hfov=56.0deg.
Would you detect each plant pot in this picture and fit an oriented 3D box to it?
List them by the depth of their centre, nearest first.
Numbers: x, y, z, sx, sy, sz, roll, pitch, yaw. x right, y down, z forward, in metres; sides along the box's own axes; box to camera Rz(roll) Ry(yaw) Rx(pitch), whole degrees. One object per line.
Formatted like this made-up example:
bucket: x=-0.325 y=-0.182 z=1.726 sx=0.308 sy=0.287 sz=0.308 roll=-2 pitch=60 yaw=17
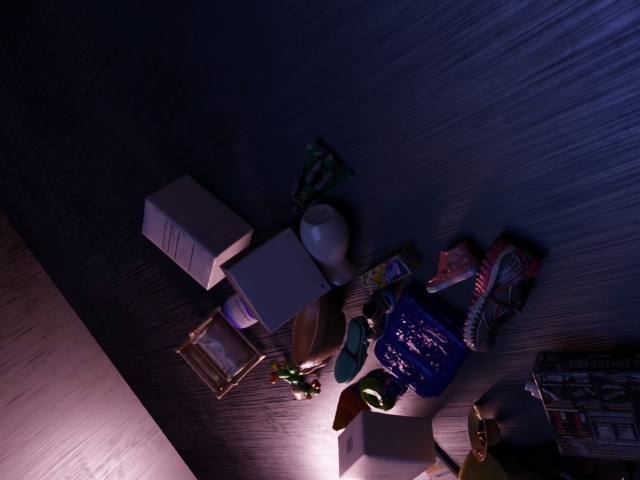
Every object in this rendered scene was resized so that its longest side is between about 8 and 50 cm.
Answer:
plant pot: x=0.425 y=0.645 z=1.621 sx=0.134 sy=0.095 sz=0.134 roll=41 pitch=149 yaw=32
plant pot: x=0.004 y=0.254 z=1.740 sx=0.109 sy=0.238 sz=0.237 roll=13 pitch=141 yaw=-15

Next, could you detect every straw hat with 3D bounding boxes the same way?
straw hat: x=0.445 y=0.512 z=1.604 sx=0.061 sy=0.145 sz=0.145 roll=1 pitch=131 yaw=-6

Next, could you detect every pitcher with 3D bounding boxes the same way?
pitcher: x=0.000 y=0.000 z=1.589 sx=0.177 sy=0.125 sz=0.207 roll=25 pitch=146 yaw=37

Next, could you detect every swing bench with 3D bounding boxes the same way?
swing bench: x=-0.373 y=0.412 z=2.211 sx=0.253 sy=0.165 sz=0.255 roll=47 pitch=145 yaw=2

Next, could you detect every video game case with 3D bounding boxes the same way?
video game case: x=0.359 y=0.709 z=1.878 sx=0.166 sy=0.015 sz=0.119 roll=46 pitch=140 yaw=5

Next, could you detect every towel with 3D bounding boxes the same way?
towel: x=0.265 y=0.279 z=1.586 sx=0.227 sy=0.076 sz=0.308 roll=35 pitch=138 yaw=16

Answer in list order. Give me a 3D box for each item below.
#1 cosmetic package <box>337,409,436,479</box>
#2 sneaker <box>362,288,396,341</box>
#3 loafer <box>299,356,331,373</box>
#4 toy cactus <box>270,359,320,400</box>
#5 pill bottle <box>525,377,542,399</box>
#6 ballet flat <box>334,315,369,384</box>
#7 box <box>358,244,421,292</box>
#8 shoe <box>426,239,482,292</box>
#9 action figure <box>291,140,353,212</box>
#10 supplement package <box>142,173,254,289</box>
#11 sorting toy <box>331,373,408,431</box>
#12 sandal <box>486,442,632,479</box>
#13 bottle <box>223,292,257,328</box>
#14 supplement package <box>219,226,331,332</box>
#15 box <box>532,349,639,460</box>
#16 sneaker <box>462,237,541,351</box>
cosmetic package: x=0.192 y=0.623 z=1.793 sx=0.224 sy=0.138 sz=0.224 roll=10 pitch=140 yaw=-14
sneaker: x=0.144 y=0.196 z=1.598 sx=0.078 sy=0.067 sz=0.188 roll=3 pitch=133 yaw=-10
loafer: x=-0.023 y=0.389 z=1.954 sx=0.148 sy=0.056 sz=0.050 roll=-34 pitch=94 yaw=40
toy cactus: x=-0.085 y=0.493 z=2.066 sx=0.218 sy=0.112 sz=0.181 roll=15 pitch=139 yaw=24
pill bottle: x=0.532 y=0.357 z=1.428 sx=0.083 sy=0.043 sz=0.044 roll=22 pitch=133 yaw=30
ballet flat: x=0.108 y=0.318 z=1.742 sx=0.083 sy=0.087 sz=0.248 roll=42 pitch=131 yaw=38
box: x=0.175 y=0.074 z=1.528 sx=0.059 sy=0.054 sz=0.169 roll=52 pitch=141 yaw=-2
shoe: x=0.299 y=0.061 z=1.406 sx=0.178 sy=0.063 sz=0.081 roll=-36 pitch=79 yaw=55
action figure: x=-0.023 y=-0.138 z=1.547 sx=0.137 sy=0.063 sz=0.232 roll=43 pitch=143 yaw=4
supplement package: x=-0.381 y=-0.029 z=1.861 sx=0.293 sy=0.177 sz=0.175 roll=39 pitch=139 yaw=13
sorting toy: x=0.133 y=0.513 z=1.850 sx=0.127 sy=0.126 sz=0.365 roll=47 pitch=141 yaw=3
sandal: x=0.574 y=0.607 z=1.531 sx=0.168 sy=0.107 sz=0.445 roll=55 pitch=141 yaw=-5
bottle: x=-0.211 y=0.200 z=1.947 sx=0.118 sy=0.092 sz=0.282 roll=55 pitch=140 yaw=-4
supplement package: x=-0.131 y=0.098 z=1.639 sx=0.198 sy=0.199 sz=0.262 roll=57 pitch=168 yaw=-8
box: x=0.636 y=0.349 z=1.268 sx=0.307 sy=0.076 sz=0.243 roll=-10 pitch=113 yaw=37
sneaker: x=0.394 y=0.142 z=1.331 sx=0.111 sy=0.121 sz=0.299 roll=24 pitch=133 yaw=25
